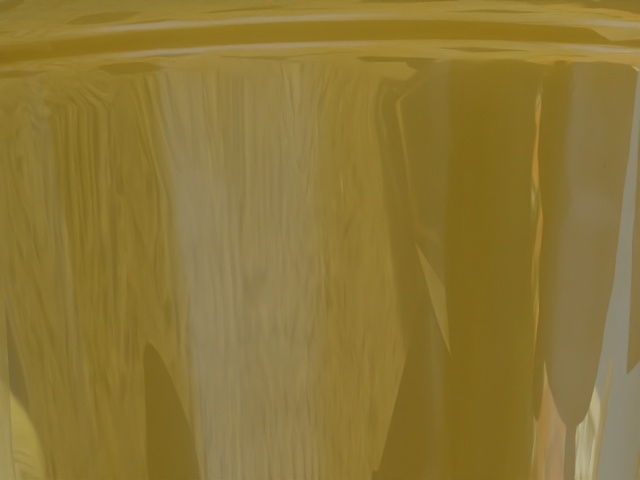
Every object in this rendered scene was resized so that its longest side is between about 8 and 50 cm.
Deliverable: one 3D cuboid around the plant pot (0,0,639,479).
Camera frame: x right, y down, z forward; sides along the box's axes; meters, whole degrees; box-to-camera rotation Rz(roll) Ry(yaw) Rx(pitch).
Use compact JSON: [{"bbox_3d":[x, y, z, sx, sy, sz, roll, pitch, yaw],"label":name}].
[{"bbox_3d":[0.000,0.000,0.482,0.254,0.239,0.254,-1,-2,0],"label":"plant pot"}]
